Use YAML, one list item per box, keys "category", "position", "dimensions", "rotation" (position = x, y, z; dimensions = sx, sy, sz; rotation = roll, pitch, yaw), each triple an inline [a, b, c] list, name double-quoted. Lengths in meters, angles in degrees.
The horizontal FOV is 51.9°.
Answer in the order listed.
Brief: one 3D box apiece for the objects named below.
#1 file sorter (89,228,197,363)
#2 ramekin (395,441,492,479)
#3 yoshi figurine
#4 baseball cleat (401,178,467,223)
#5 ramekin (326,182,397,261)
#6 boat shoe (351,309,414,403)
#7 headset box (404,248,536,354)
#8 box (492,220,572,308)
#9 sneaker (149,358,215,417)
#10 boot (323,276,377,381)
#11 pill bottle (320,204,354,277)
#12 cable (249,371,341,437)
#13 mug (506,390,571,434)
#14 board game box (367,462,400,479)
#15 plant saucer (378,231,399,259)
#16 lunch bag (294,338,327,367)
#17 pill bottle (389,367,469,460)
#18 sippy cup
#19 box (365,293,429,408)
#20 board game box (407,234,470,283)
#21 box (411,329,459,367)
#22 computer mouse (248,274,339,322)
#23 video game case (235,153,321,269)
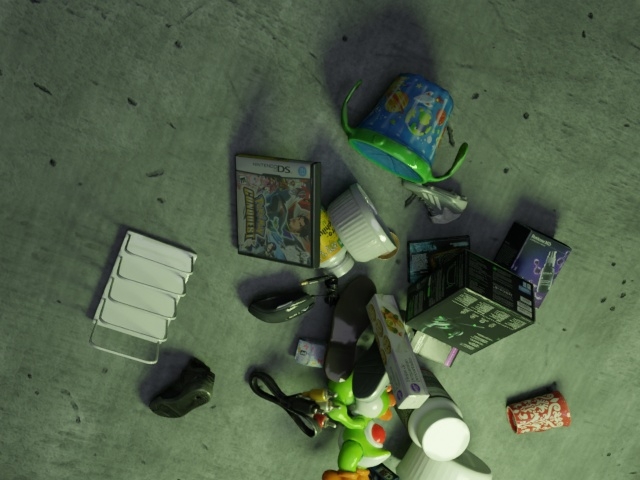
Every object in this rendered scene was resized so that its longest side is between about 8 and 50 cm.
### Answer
- category: "file sorter"
  position: [-0.460, 0.148, 1.704]
  dimensions: [0.193, 0.173, 0.277]
  rotation: [21, 100, -16]
- category: "ramekin"
  position: [0.379, 0.697, 1.978]
  dimensions: [0.277, 0.277, 0.135]
  rotation: [25, 93, -17]
- category: "yoshi figurine"
  position: [0.083, 0.523, 1.904]
  dimensions: [0.203, 0.204, 0.362]
  rotation: [19, 79, -22]
- category: "baseball cleat"
  position: [0.308, -0.106, 1.834]
  dimensions: [0.206, 0.072, 0.109]
  rotation: [18, 108, -12]
- category: "ramekin"
  position: [0.105, -0.040, 1.747]
  dimensions: [0.109, 0.207, 0.207]
  rotation: [-32, 109, 9]
- category: "boat shoe"
  position: [0.186, 0.333, 1.838]
  dimensions: [0.118, 0.320, 0.103]
  rotation: [-14, 120, 35]
- category: "headset box"
  position: [0.407, 0.184, 1.837]
  dimensions: [0.246, 0.131, 0.283]
  rotation: [26, 140, -18]
- category: "box"
  position: [0.603, 0.070, 1.922]
  dimensions: [0.153, 0.108, 0.207]
  rotation: [22, 101, -15]
- category: "sneaker"
  position: [-0.381, 0.417, 1.851]
  dimensions: [0.228, 0.130, 0.087]
  rotation: [-31, 117, 28]
- category: "boot"
  position: [0.072, 0.249, 1.876]
  dimensions: [0.112, 0.115, 0.305]
  rotation: [21, 80, -6]
- category: "pill bottle"
  position: [0.000, 0.000, 1.779]
  dimensions: [0.118, 0.117, 0.208]
  rotation: [-34, 109, 0]
- category: "cable"
  position: [-0.076, 0.457, 1.853]
  dimensions: [0.072, 0.287, 0.139]
  rotation: [-12, 110, -53]
- category: "mug"
  position: [0.689, 0.567, 2.082]
  dimensions: [0.169, 0.113, 0.150]
  rotation: [-12, 106, -4]
- category: "board game box"
  position: [0.196, 0.796, 2.021]
  dimensions: [0.042, 0.165, 0.243]
  rotation: [-19, 109, -25]
- category: "plant saucer"
  position: [0.183, 0.013, 1.872]
  dimensions: [0.084, 0.015, 0.083]
  rotation: [-3, 106, -10]
- category: "lunch bag"
  position: [-0.029, 0.325, 1.902]
  dimensions: [0.083, 0.053, 0.071]
  rotation: [13, 97, -11]
- category: "pill bottle"
  position: [0.312, 0.499, 1.895]
  dimensions: [0.161, 0.283, 0.161]
  rotation: [-3, 106, -10]
- category: "sippy cup"
  position: [0.223, -0.299, 1.694]
  dimensions: [0.305, 0.240, 0.224]
  rotation: [30, 87, -42]
- category: "box"
  position: [0.198, 0.284, 1.732]
  dimensions: [0.063, 0.324, 0.067]
  rotation: [5, 136, -23]
- category: "board game box"
  position: [0.344, 0.055, 1.910]
  dimensions: [0.186, 0.026, 0.126]
  rotation: [-5, 106, -9]
- category: "box"
  position: [0.348, 0.304, 1.982]
  dimensions: [0.162, 0.029, 0.116]
  rotation: [23, 99, -18]
- category: "computer mouse"
  position: [-0.066, 0.168, 1.790]
  dimensions: [0.262, 0.060, 0.184]
  rotation: [-8, 151, -9]
- category: "video game case"
  position: [-0.112, -0.077, 1.697]
  dimensions: [0.248, 0.035, 0.274]
  rotation: [10, 108, 30]
